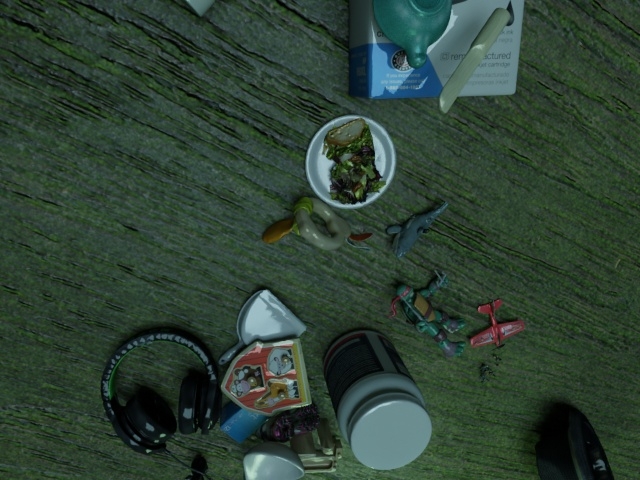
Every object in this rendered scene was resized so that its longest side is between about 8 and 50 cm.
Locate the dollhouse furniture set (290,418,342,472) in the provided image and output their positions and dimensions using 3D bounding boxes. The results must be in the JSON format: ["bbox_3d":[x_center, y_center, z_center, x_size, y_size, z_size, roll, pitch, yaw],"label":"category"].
[{"bbox_3d":[-0.014,0.546,1.168,0.143,0.123,0.152,4,108,-11],"label":"dollhouse furniture set"}]

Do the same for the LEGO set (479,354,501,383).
[{"bbox_3d":[0.443,0.338,1.239,0.083,0.023,0.054,-42,113,-9],"label":"LEGO set"}]

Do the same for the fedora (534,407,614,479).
[{"bbox_3d":[0.690,0.635,1.282,0.152,0.334,0.334,-24,114,31],"label":"fedora"}]

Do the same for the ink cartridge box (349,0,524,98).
[{"bbox_3d":[0.204,-0.466,0.847,0.285,0.166,0.396,-4,109,-8],"label":"ink cartridge box"}]

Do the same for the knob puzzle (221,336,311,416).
[{"bbox_3d":[-0.127,0.316,1.052,0.212,0.030,0.214,-2,105,-7],"label":"knob puzzle"}]

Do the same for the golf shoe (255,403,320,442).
[{"bbox_3d":[-0.075,0.435,1.126,0.085,0.186,0.068,-19,74,33],"label":"golf shoe"}]

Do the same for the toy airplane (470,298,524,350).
[{"bbox_3d":[0.439,0.213,1.189,0.151,0.028,0.152,-3,108,-10],"label":"toy airplane"}]

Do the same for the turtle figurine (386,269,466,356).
[{"bbox_3d":[0.250,0.160,1.097,0.234,0.118,0.175,45,55,-21],"label":"turtle figurine"}]

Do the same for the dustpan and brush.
[{"bbox_3d":[-0.156,0.220,1.077,0.211,0.060,0.147,-44,109,-1],"label":"dustpan and brush"}]

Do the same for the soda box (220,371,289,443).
[{"bbox_3d":[-0.140,0.380,1.120,0.210,0.067,0.071,-41,110,5],"label":"soda box"}]

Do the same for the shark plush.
[{"bbox_3d":[0.226,-0.021,1.052,0.161,0.067,0.073,-31,110,1],"label":"shark plush"}]

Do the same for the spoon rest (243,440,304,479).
[{"bbox_3d":[-0.125,0.527,1.080,0.137,0.084,0.276,23,143,-8],"label":"spoon rest"}]

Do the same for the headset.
[{"bbox_3d":[-0.335,0.388,1.076,0.243,0.185,0.395,-18,95,-7],"label":"headset"}]

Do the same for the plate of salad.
[{"bbox_3d":[0.068,-0.161,0.989,0.199,0.048,0.200,-3,109,-10],"label":"plate of salad"}]

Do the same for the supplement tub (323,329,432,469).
[{"bbox_3d":[0.117,0.341,1.044,0.190,0.272,0.191,-3,109,-9],"label":"supplement tub"}]

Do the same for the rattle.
[{"bbox_3d":[0.000,0.000,1.021,0.199,0.130,0.143,20,117,-43],"label":"rattle"}]

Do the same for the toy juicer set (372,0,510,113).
[{"bbox_3d":[0.178,-0.391,0.740,0.209,0.089,0.329,-35,102,-8],"label":"toy juicer set"}]

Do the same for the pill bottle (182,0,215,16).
[{"bbox_3d":[-0.141,-0.534,0.759,0.176,0.176,0.318,41,97,-20],"label":"pill bottle"}]
